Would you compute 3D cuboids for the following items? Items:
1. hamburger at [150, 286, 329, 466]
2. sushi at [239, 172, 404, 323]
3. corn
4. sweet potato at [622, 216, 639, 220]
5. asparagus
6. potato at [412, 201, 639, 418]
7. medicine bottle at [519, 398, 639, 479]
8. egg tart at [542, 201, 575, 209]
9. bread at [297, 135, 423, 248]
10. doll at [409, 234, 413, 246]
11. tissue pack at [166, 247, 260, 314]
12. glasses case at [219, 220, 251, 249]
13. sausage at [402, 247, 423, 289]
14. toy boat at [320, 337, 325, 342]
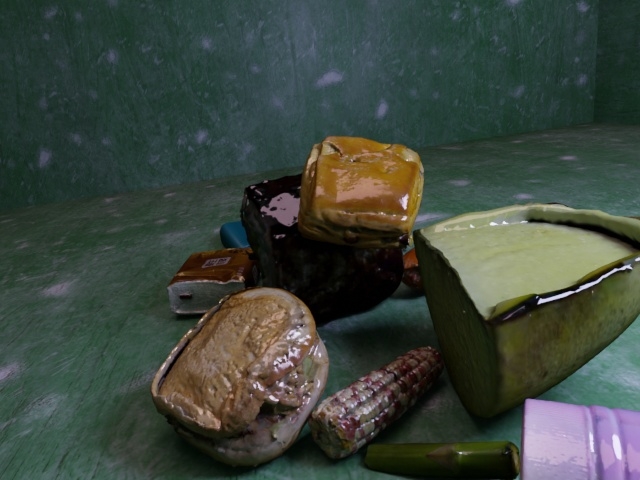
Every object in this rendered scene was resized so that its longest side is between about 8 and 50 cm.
[{"bbox_3d":[-0.110,0.181,0.690,0.243,0.146,0.286,-21,32,2],"label":"hamburger"},{"bbox_3d":[-0.002,0.001,0.980,0.294,0.299,0.281,-12,19,-11],"label":"sushi"},{"bbox_3d":[0.088,0.214,0.658,0.237,0.079,0.079,-18,20,-40],"label":"corn"},{"bbox_3d":[0.636,0.021,0.899,0.158,0.158,0.369,-23,24,-39],"label":"sweet potato"},{"bbox_3d":[0.137,0.257,0.558,0.178,0.041,0.045,-13,-17,27],"label":"asparagus"},{"bbox_3d":[0.307,0.089,0.670,0.280,0.213,0.330,-14,21,-1],"label":"potato"},{"bbox_3d":[0.303,0.225,0.396,0.254,0.152,0.152,1,20,24],"label":"medicine bottle"},{"bbox_3d":[0.389,0.039,0.886,0.215,0.215,0.171,-15,5,-22],"label":"egg tart"},{"bbox_3d":[0.069,-0.092,0.807,0.210,0.099,0.235,8,45,5],"label":"bread"},{"bbox_3d":[0.179,0.002,1.296,0.143,0.058,0.099,-3,27,21],"label":"doll"},{"bbox_3d":[-0.244,0.093,1.138,0.183,0.092,0.226,-7,15,3],"label":"tissue pack"},{"bbox_3d":[-0.226,0.002,1.451,0.117,0.070,0.301,-13,17,-19],"label":"glasses case"},{"bbox_3d":[0.282,0.033,1.093,0.097,0.094,0.348,-1,12,38],"label":"sausage"},{"bbox_3d":[-0.058,0.195,0.830,0.105,0.034,0.149,1,20,16],"label":"toy boat"}]
